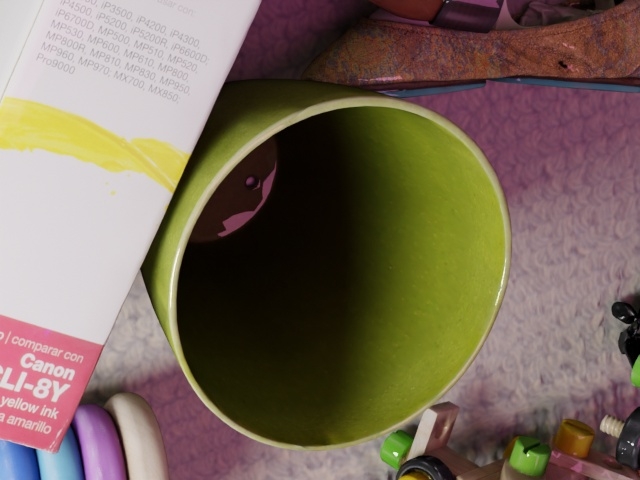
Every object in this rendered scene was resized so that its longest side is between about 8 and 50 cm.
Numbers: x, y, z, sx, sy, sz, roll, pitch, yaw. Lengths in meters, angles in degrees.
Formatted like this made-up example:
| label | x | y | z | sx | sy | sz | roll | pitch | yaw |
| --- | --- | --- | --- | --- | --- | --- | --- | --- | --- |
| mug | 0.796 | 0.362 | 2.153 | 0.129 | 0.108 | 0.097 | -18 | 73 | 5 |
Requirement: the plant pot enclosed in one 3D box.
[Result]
| label | x | y | z | sx | sy | sz | roll | pitch | yaw |
| --- | --- | --- | --- | --- | --- | --- | --- | --- | --- |
| plant pot | -0.039 | -0.020 | 1.571 | 0.275 | 0.293 | 0.274 | -9 | 113 | -22 |

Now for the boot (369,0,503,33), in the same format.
| label | x | y | z | sx | sy | sz | roll | pitch | yaw |
| --- | --- | --- | --- | --- | --- | --- | --- | --- | --- |
| boot | 0.025 | -0.315 | 1.615 | 0.280 | 0.096 | 0.264 | 14 | 82 | -10 |

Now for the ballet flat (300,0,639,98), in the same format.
| label | x | y | z | sx | sy | sz | roll | pitch | yaw |
| --- | --- | --- | --- | --- | --- | --- | --- | --- | --- |
| ballet flat | 0.138 | -0.180 | 1.704 | 0.349 | 0.123 | 0.123 | -4 | 110 | -28 |

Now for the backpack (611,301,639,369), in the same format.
| label | x | y | z | sx | sy | sz | roll | pitch | yaw |
| --- | --- | --- | --- | --- | --- | --- | --- | --- | --- |
| backpack | 0.467 | 0.086 | 1.869 | 0.277 | 0.263 | 0.213 | 20 | 99 | -29 |

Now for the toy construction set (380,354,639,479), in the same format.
| label | x | y | z | sx | sy | sz | roll | pitch | yaw |
| --- | --- | --- | --- | --- | --- | --- | --- | --- | --- |
| toy construction set | 0.183 | 0.262 | 1.874 | 0.257 | 0.237 | 0.308 | -44 | 145 | -39 |

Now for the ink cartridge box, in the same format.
| label | x | y | z | sx | sy | sz | roll | pitch | yaw |
| --- | --- | --- | --- | --- | --- | --- | --- | --- | --- |
| ink cartridge box | -0.224 | -0.081 | 1.467 | 0.160 | 0.279 | 0.384 | 20 | 100 | -31 |

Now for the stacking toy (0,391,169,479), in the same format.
| label | x | y | z | sx | sy | sz | roll | pitch | yaw |
| --- | --- | --- | --- | --- | --- | --- | --- | --- | --- |
| stacking toy | -0.296 | 0.212 | 1.635 | 0.330 | 0.141 | 0.141 | -6 | 111 | -20 |
